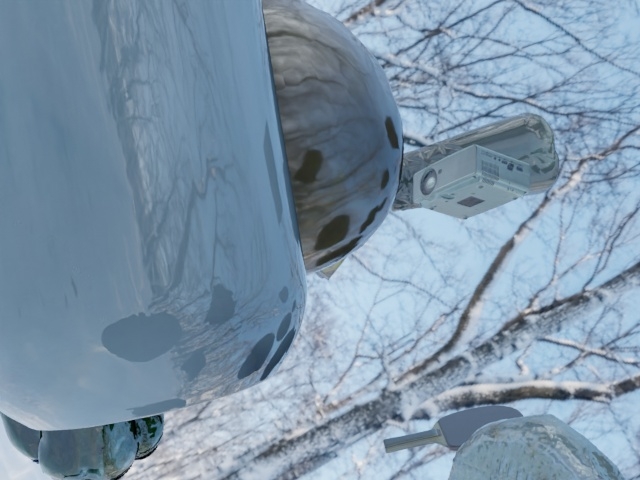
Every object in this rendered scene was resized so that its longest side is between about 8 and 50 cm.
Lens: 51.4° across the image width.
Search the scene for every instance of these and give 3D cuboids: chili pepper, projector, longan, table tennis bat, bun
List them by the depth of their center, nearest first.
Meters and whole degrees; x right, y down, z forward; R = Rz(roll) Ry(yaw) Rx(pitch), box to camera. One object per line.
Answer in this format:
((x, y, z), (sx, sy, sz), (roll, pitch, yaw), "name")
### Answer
((-0.074, -0.090, 0.622), (0.300, 0.300, 0.243), (60, -24, 12), "longan")
((0.229, -0.084, 1.023), (0.147, 0.115, 0.061), (-26, -126, 56), "projector")
((-0.381, 0.241, 1.076), (0.248, 0.233, 0.257), (12, -66, 27), "chili pepper")
((0.390, 0.471, 1.158), (0.354, 0.194, 0.355), (4, -85, 44), "bun")
((0.281, 0.404, 1.406), (0.173, 0.301, 0.022), (-92, 168, -82), "table tennis bat")

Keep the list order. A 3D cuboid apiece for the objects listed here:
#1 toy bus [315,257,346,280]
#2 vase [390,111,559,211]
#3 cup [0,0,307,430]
((0.000, 0.000, 1.380), (0.092, 0.106, 0.268), (39, 9, -10), "toy bus")
((0.268, -0.135, 1.267), (0.251, 0.300, 0.156), (-85, 162, -87), "vase")
((-0.125, -0.063, 0.392), (0.205, 0.205, 0.312), (-15, -96, 65), "cup")
